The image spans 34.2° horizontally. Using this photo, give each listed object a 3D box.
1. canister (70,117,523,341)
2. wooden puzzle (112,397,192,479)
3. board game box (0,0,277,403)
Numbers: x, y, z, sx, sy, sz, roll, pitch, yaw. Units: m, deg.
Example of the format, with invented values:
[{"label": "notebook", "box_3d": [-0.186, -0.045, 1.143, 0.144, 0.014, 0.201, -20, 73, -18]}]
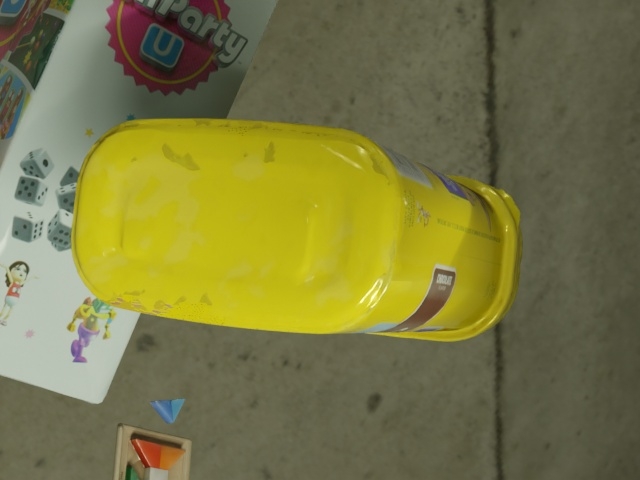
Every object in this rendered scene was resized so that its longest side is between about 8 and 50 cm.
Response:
[{"label": "canister", "box_3d": [0.000, 0.000, 0.407, 0.170, 0.126, 0.073, 11, 84, -67]}, {"label": "wooden puzzle", "box_3d": [-0.106, 0.157, 0.666, 0.078, 0.014, 0.116, 20, 62, -54]}, {"label": "board game box", "box_3d": [-0.129, -0.098, 0.546, 0.097, 0.224, 0.304, 25, 87, -34]}]
